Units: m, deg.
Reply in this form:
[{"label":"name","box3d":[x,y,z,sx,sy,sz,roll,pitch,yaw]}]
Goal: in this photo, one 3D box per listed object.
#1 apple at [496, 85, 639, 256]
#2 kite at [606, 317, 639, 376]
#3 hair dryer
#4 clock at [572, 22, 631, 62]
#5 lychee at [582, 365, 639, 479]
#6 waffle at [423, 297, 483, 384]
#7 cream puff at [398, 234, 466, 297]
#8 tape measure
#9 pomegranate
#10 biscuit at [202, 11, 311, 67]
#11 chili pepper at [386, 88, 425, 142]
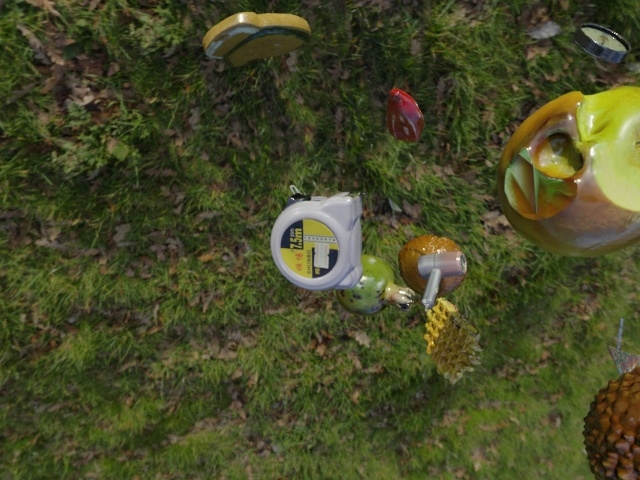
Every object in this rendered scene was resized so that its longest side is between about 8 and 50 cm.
[{"label":"apple","box3d":[0.571,-0.153,1.016,0.373,0.374,0.384,18,123,-14]},{"label":"kite","box3d":[0.619,0.235,0.889,0.182,0.010,0.160,15,88,-3]},{"label":"hair dryer","box3d":[0.164,0.060,0.665,0.063,0.114,0.037,-9,124,34]},{"label":"clock","box3d":[0.914,-0.644,1.531,0.184,0.185,0.040,8,139,-10]},{"label":"lychee","box3d":[0.408,0.231,0.534,0.199,0.200,0.238,-1,157,-6]},{"label":"waffle","box3d":[0.464,0.345,1.660,0.065,0.310,0.283,7,155,-22]},{"label":"cream puff","box3d":[0.497,0.105,2.056,0.212,0.303,0.303,-28,120,-33]},{"label":"tape measure","box3d":[-0.003,-0.003,0.893,0.178,0.105,0.196,8,108,16]},{"label":"pomegranate","box3d":[0.146,0.127,1.288,0.210,0.179,0.180,11,113,-1]},{"label":"biscuit","box3d":[-0.195,-0.579,1.394,0.287,0.343,0.057,-12,97,43]},{"label":"chili pepper","box3d":[0.301,-0.453,1.697,0.136,0.252,0.144,-21,73,9]}]
